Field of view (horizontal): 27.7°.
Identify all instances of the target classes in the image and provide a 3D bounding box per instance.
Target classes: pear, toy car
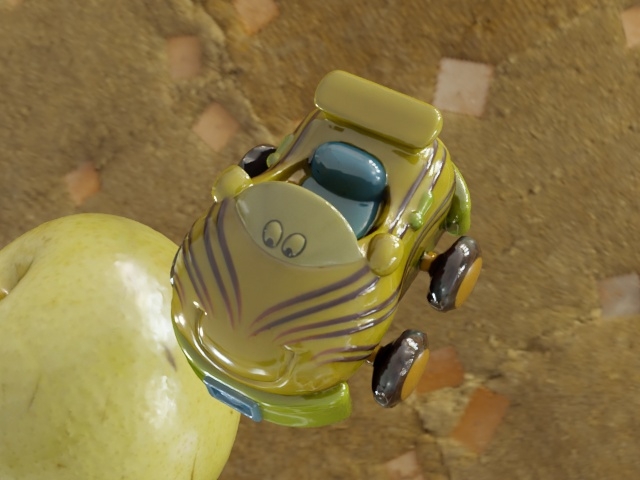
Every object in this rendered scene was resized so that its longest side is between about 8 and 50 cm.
[{"bbox_3d":[-0.246,0.150,1.344,0.348,0.348,0.348,-3,-98,21],"label":"pear"},{"bbox_3d":[0.000,0.000,0.908,0.200,0.142,0.248,22,-116,19],"label":"toy car"}]
